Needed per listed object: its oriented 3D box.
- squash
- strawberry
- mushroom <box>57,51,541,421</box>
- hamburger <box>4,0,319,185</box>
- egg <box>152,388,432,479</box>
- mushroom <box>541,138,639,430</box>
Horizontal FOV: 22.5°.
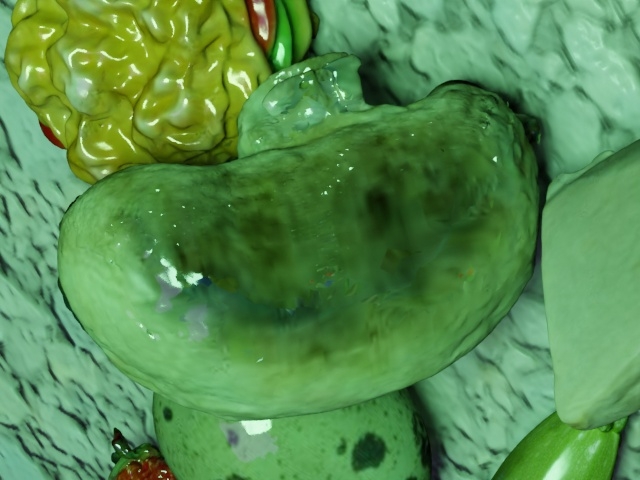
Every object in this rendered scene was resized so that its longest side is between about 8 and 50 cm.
[{"bbox_3d":[0.153,0.232,1.227,0.094,0.094,0.341,25,99,12],"label":"squash"},{"bbox_3d":[-0.101,0.232,1.326,0.192,0.140,0.085,37,83,-30],"label":"strawberry"},{"bbox_3d":[0.000,0.000,1.083,0.344,0.130,0.247,-7,102,-15],"label":"mushroom"},{"bbox_3d":[-0.126,-0.132,1.173,0.237,0.149,0.237,9,116,19],"label":"hamburger"},{"bbox_3d":[-0.019,0.140,1.232,0.228,0.177,0.177,27,122,-8],"label":"egg"},{"bbox_3d":[0.301,-0.035,1.035,0.407,0.154,0.137,-36,135,26],"label":"mushroom"}]
